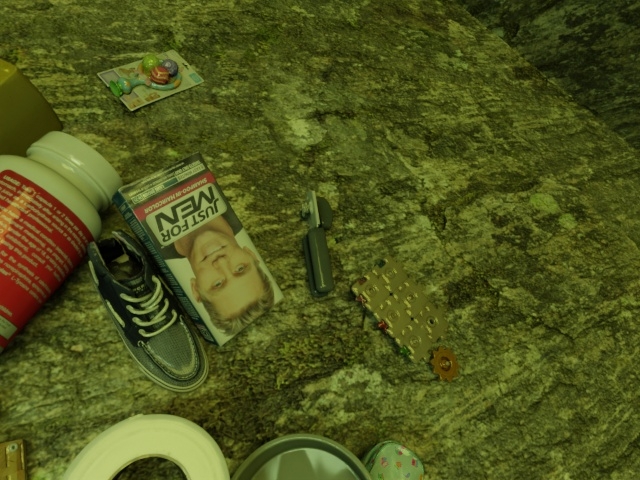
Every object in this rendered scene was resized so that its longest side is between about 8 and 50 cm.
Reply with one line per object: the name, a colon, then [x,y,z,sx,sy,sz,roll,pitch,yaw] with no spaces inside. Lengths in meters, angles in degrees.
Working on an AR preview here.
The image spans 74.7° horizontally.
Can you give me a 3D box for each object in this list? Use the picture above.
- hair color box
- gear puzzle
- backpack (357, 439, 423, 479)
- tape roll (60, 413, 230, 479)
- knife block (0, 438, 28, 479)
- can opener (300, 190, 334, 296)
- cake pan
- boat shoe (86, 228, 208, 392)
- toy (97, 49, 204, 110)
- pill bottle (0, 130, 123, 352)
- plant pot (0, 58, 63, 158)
hair color box: [-0.238,0.019,0.846,0.174,0.105,0.347,-36,105,-30]
gear puzzle: [0.227,0.204,1.049,0.175,0.044,0.339,-37,84,-33]
backpack: [0.123,0.488,0.816,0.152,0.115,0.182,37,56,2]
tape roll: [-0.277,0.413,0.669,0.246,0.169,0.246,9,62,-17]
knife block: [-0.631,0.389,0.608,0.276,0.242,0.088,26,43,-63]
can opener: [0.000,0.000,1.042,0.093,0.074,0.280,4,63,-20]
cake pan: [-0.033,0.496,0.727,0.293,0.054,0.293,-3,59,6]
boat shoe: [-0.331,0.136,0.795,0.127,0.158,0.340,-37,81,-32]
toy: [-0.442,-0.445,1.112,0.137,0.056,0.237,46,58,4]
pill bottle: [-0.552,0.001,0.739,0.229,0.229,0.407,30,58,-4]
plant pot: [-0.700,-0.269,0.845,0.212,0.187,0.212,25,59,-7]
